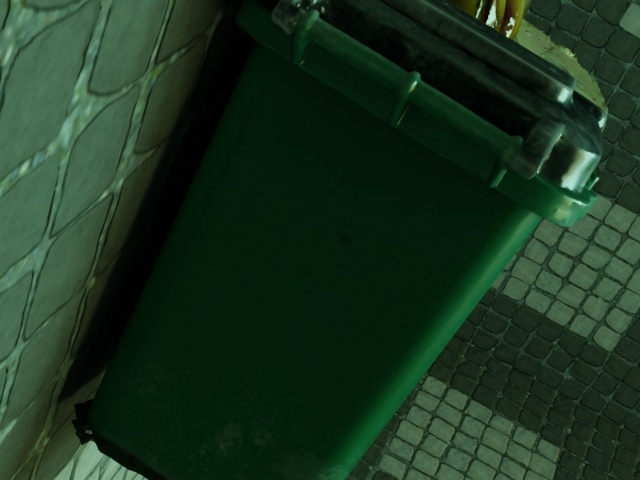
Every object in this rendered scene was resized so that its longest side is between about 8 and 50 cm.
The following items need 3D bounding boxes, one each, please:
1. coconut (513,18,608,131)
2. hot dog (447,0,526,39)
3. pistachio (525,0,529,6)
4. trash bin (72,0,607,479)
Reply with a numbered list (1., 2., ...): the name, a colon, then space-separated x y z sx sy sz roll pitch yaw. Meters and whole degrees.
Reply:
1. coconut: 0.360 -0.242 2.214 0.254 0.297 0.297 -45 -177 34
2. hot dog: 0.144 -0.308 1.024 0.135 0.100 0.337 -24 128 -66
3. pistachio: 0.164 -0.281 1.239 0.215 0.144 0.144 -52 172 -4
4. trash bin: 0.010 0.014 0.837 0.381 0.259 0.295 -60 174 16
